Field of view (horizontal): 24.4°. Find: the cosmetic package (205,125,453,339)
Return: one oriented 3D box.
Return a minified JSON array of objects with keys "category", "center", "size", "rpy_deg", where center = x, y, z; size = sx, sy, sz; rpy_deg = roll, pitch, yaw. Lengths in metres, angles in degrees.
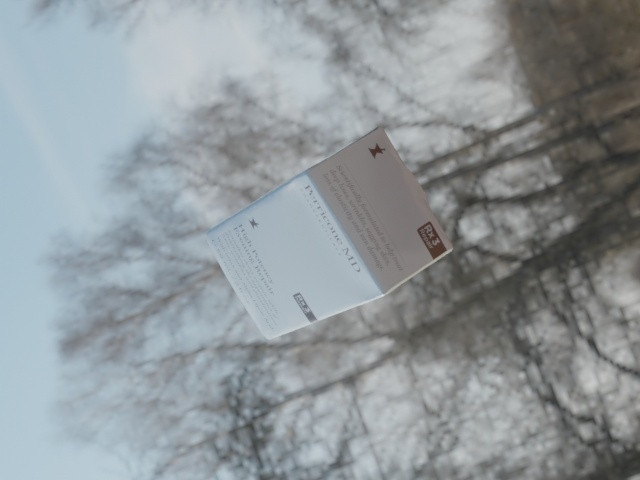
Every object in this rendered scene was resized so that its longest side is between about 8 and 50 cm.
[{"category":"cosmetic package","center":[0.000,0.000,1.226],"size":[0.117,0.085,0.231],"rpy_deg":[58,154,-1]}]
